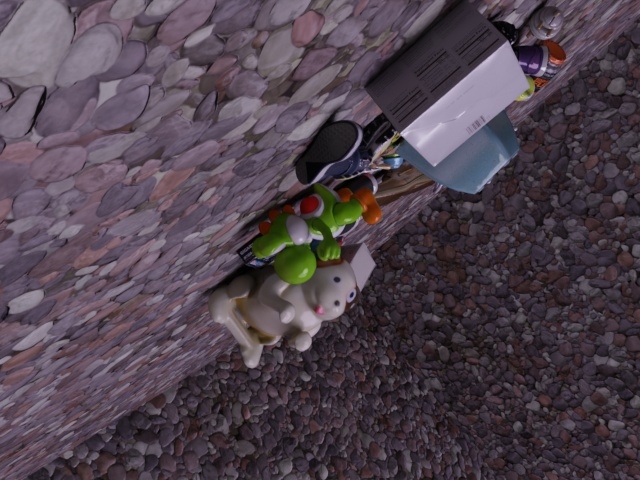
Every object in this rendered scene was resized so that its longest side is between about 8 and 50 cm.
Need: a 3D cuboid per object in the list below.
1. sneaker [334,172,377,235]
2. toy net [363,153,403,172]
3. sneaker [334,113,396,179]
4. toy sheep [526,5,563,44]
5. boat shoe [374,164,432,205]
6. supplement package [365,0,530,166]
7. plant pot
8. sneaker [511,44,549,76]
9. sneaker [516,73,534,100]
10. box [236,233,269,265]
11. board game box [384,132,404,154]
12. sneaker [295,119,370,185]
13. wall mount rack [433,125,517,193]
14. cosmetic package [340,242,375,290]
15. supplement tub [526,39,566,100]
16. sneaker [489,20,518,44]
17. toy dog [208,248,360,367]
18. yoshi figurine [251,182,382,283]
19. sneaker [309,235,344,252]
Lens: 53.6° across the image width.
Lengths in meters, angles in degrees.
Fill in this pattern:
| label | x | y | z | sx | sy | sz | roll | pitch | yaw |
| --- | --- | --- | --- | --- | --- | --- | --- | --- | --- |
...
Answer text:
| label | x | y | z | sx | sy | sz | roll | pitch | yaw |
| --- | --- | --- | --- | --- | --- | --- | --- | --- | --- |
| sneaker | 0.060 | -0.092 | 2.002 | 0.147 | 0.104 | 0.295 | -29 | 162 | -35 |
| toy net | 0.152 | -0.224 | 1.859 | 0.122 | 0.045 | 0.232 | -3 | -172 | 35 |
| sneaker | 0.115 | -0.224 | 1.589 | 0.208 | 0.081 | 0.094 | -39 | 173 | 6 |
| toy sheep | 0.597 | -0.575 | 1.677 | 0.091 | 0.091 | 0.132 | -36 | -173 | -10 |
| boat shoe | 0.261 | -0.205 | 2.187 | 0.341 | 0.110 | 0.122 | -21 | 171 | -33 |
| supplement package | 0.265 | -0.317 | 1.312 | 0.262 | 0.145 | 0.204 | -40 | 151 | 15 |
| plant pot | 0.416 | -0.280 | 1.801 | 0.247 | 0.252 | 0.248 | -51 | 172 | 34 |
| sneaker | 0.544 | -0.515 | 1.824 | 0.124 | 0.107 | 0.283 | 4 | -175 | -4 |
| sneaker | 0.460 | -0.428 | 1.742 | 0.240 | 0.091 | 0.126 | 9 | -173 | -22 |
| box | -0.141 | 0.010 | 1.863 | 0.175 | 0.051 | 0.220 | -38 | 171 | 1 |
| board game box | 0.240 | -0.326 | 1.731 | 0.136 | 0.030 | 0.259 | -34 | 171 | -9 |
| sneaker | 0.062 | -0.206 | 1.397 | 0.163 | 0.086 | 0.226 | -18 | 171 | -36 |
| wall mount rack | 0.539 | -0.303 | 2.241 | 0.350 | 0.131 | 0.304 | -63 | -177 | -5 |
| cosmetic package | 0.026 | 0.112 | 2.329 | 0.310 | 0.113 | 0.160 | -8 | -147 | 37 |
| supplement tub | 0.706 | -0.560 | 2.085 | 0.117 | 0.117 | 0.190 | -31 | 169 | -37 |
| sneaker | 0.352 | -0.433 | 1.481 | 0.234 | 0.078 | 0.106 | -32 | 173 | -12 |
| toy dog | -0.075 | 0.185 | 2.008 | 0.408 | 0.284 | 0.395 | -18 | -161 | 23 |
| yoshi figurine | -0.009 | -0.003 | 1.687 | 0.362 | 0.203 | 0.203 | -28 | 149 | -31 |
| sneaker | 0.000 | 0.000 | 2.173 | 0.104 | 0.125 | 0.262 | -61 | 165 | 1 |
